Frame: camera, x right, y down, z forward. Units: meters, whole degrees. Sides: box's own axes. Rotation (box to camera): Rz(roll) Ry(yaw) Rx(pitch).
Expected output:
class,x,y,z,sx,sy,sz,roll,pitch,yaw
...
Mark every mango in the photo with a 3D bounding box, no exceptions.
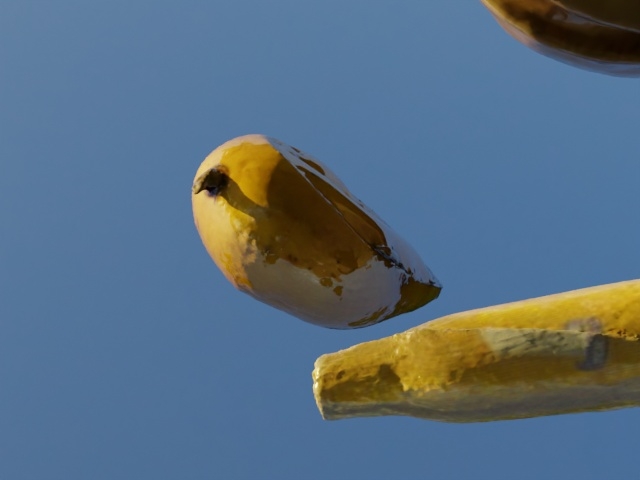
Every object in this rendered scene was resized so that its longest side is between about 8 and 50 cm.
class,x,y,z,sx,sy,sz,roll,pitch,yaw
mango,0.000,0.000,0.834,0.101,0.066,0.187,47,-165,31

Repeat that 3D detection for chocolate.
class,x,y,z,sx,sy,sz,roll,pitch,yaw
chocolate,0.103,0.077,1.047,0.219,0.086,0.086,-10,-125,4

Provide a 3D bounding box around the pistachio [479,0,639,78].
class,x,y,z,sx,sy,sz,roll,pitch,yaw
pistachio,0.201,-0.169,1.003,0.212,0.163,0.260,27,-134,23
